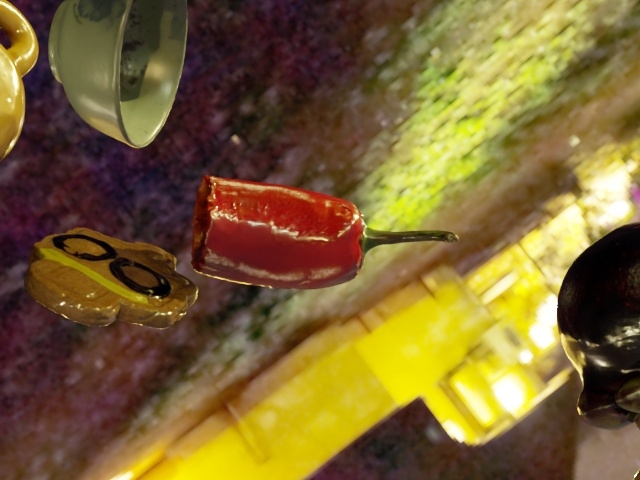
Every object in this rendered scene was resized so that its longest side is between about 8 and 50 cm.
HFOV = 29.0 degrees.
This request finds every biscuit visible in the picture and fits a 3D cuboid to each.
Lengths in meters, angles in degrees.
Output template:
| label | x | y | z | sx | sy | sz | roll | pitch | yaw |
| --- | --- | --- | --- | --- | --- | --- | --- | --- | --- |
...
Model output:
| label | x | y | z | sx | sy | sz | roll | pitch | yaw |
| --- | --- | --- | --- | --- | --- | --- | --- | --- | --- |
| biscuit | -0.259 | 0.043 | 1.573 | 0.041 | 0.208 | 0.290 | -67 | 168 | 18 |

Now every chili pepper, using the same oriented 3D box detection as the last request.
| label | x | y | z | sx | sy | sz | roll | pitch | yaw |
| --- | --- | --- | --- | --- | --- | --- | --- | --- | --- |
| chili pepper | -0.001 | 0.000 | 1.664 | 0.338 | 0.134 | 0.131 | 5 | 124 | -12 |

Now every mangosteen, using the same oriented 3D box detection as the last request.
| label | x | y | z | sx | sy | sz | roll | pitch | yaw |
| --- | --- | --- | --- | --- | --- | --- | --- | --- | --- |
| mangosteen | 0.466 | 0.129 | 1.751 | 0.313 | 0.297 | 0.297 | -57 | 170 | 1 |

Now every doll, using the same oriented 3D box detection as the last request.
| label | x | y | z | sx | sy | sz | roll | pitch | yaw |
| --- | --- | --- | --- | --- | --- | --- | --- | --- | --- |
| doll | -0.405 | -0.110 | 1.200 | 0.269 | 0.167 | 0.162 | -26 | 177 | 22 |

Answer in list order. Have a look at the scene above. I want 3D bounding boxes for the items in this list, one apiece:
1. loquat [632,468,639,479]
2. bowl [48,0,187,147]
| label | x | y | z | sx | sy | sz | roll | pitch | yaw |
| --- | --- | --- | --- | --- | --- | --- | --- | --- | --- |
| loquat | 0.429 | 0.311 | 1.419 | 0.163 | 0.163 | 0.137 | -39 | 153 | 7 |
| bowl | -0.314 | -0.291 | 1.846 | 0.289 | 0.146 | 0.289 | 11 | 90 | -80 |
